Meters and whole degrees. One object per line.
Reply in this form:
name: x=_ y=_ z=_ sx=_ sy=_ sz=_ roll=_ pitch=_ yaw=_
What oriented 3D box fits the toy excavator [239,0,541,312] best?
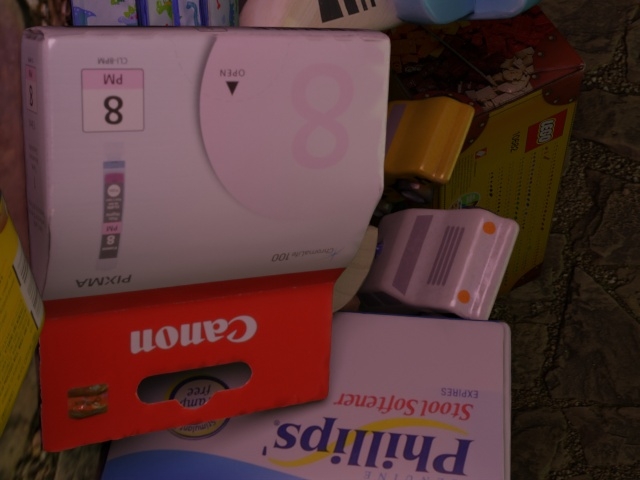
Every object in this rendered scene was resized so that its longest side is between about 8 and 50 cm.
toy excavator: x=0.034 y=-0.215 z=0.723 sx=0.445 sy=0.222 sz=0.433 roll=-32 pitch=121 yaw=-46

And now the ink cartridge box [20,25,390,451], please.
ink cartridge box: x=-0.058 y=0.002 z=0.542 sx=0.066 sy=0.189 sz=0.232 roll=21 pitch=-66 yaw=60

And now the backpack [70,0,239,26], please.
backpack: x=-0.093 y=-0.138 z=0.574 sx=0.114 sy=0.084 sz=0.105 roll=-66 pitch=156 yaw=-61

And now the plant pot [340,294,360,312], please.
plant pot: x=0.073 y=0.095 z=1.271 sx=0.237 sy=0.254 sz=0.237 roll=5 pitch=90 yaw=-83

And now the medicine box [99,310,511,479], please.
medicine box: x=0.005 y=0.182 z=0.771 sx=0.289 sy=0.263 sz=0.149 roll=83 pitch=13 yaw=-56

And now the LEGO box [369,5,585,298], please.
LEGO box: x=0.151 y=-0.168 z=1.367 sx=0.372 sy=0.193 sz=0.500 roll=61 pitch=-10 yaw=29

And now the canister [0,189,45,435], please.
canister: x=-0.146 y=0.002 z=0.302 sx=0.170 sy=0.073 sz=0.126 roll=87 pitch=10 yaw=-47

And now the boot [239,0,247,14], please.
boot: x=-0.051 y=-0.083 z=0.913 sx=0.338 sy=0.118 sz=0.223 roll=71 pitch=29 yaw=-52

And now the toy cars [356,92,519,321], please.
toy cars: x=0.065 y=-0.036 z=0.863 sx=0.176 sy=0.087 sz=0.394 roll=-57 pitch=-163 yaw=26
